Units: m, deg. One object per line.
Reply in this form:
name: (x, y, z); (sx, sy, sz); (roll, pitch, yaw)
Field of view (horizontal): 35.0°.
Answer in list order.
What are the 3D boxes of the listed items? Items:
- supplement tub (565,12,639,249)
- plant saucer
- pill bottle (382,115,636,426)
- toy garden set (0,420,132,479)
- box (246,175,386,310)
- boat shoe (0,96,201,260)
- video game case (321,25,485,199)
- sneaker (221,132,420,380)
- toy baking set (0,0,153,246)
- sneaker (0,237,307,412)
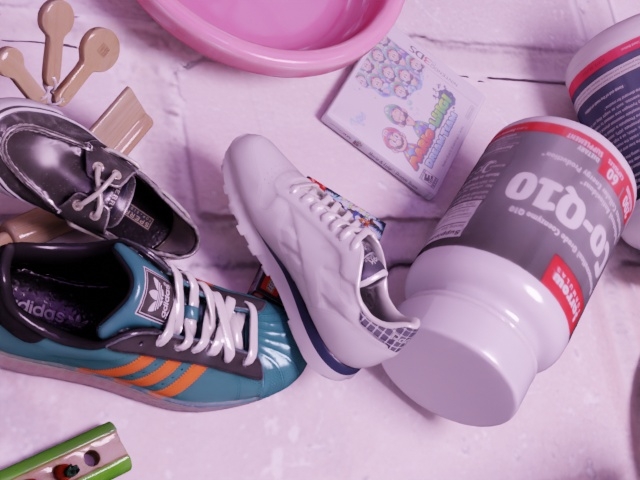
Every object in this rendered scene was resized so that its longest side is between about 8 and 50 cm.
supplement tub: (0.399, -0.104, 1.119); (0.191, 0.191, 0.272); (-6, 73, -30)
plant saucer: (-0.071, -0.303, 1.021); (0.332, 0.084, 0.332); (10, 66, -23)
pill bottle: (0.180, 0.026, 0.967); (0.161, 0.161, 0.283); (40, 57, -7)
toy garden set: (-0.189, 0.280, 0.734); (0.204, 0.049, 0.244); (-22, 81, -33)
box: (-0.002, 0.018, 0.955); (0.094, 0.027, 0.137); (30, 59, -12)
boat shoe: (-0.177, -0.044, 0.801); (0.219, 0.070, 0.077); (32, 83, -49)
video game case: (0.091, -0.141, 1.076); (0.143, 0.019, 0.157); (36, 58, -10)
sneaker: (0.000, 0.000, 0.874); (0.090, 0.095, 0.235); (-18, 76, -54)
toy baking set: (-0.241, -0.078, 0.795); (0.256, 0.030, 0.196); (-34, 132, -37)
sneaker: (-0.133, 0.067, 0.810); (0.302, 0.121, 0.108); (11, 64, -25)
